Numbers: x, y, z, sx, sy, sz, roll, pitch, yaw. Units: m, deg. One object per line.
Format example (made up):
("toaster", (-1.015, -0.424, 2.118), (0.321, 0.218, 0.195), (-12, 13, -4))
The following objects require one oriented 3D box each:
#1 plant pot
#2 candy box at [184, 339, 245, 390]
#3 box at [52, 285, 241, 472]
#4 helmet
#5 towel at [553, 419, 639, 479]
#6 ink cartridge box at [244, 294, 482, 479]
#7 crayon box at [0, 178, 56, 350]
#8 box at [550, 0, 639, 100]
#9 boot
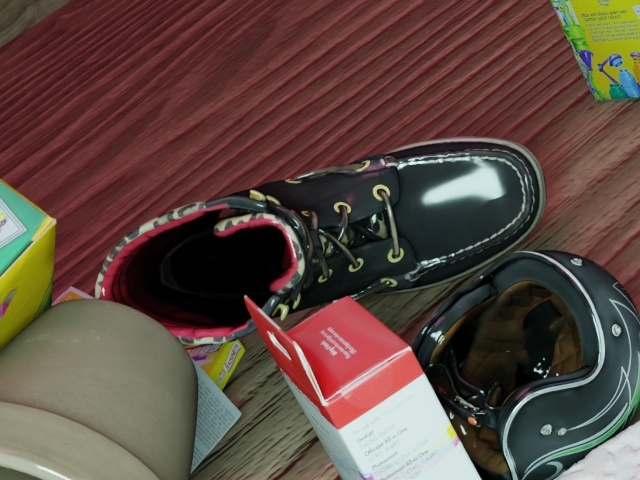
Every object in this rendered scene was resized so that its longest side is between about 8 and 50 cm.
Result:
("plant pot", (-0.198, 0.176, 1.559), (0.263, 0.263, 0.229), (-14, 34, 30))
("candy box", (-0.178, 0.149, 1.929), (0.206, 0.027, 0.105), (-14, 30, 30))
("box", (-0.185, 0.135, 1.809), (0.103, 0.114, 0.203), (-48, 35, -15))
("helmet", (0.164, 0.092, 1.478), (0.161, 0.169, 0.169), (-37, 24, -15))
("towel", (0.265, 0.198, 1.297), (0.317, 0.053, 0.332), (-31, 24, -7))
("ink cartridge box", (0.041, 0.131, 1.454), (0.078, 0.231, 0.134), (-32, 23, -9))
("crayon box", (-0.366, 0.142, 1.594), (0.363, 0.106, 0.313), (-50, -7, -23))
("box", (0.370, -0.302, 1.942), (0.290, 0.279, 0.177), (2, 37, 49))
("boot", (0.000, 0.000, 1.748), (0.377, 0.138, 0.284), (-9, 3, 15))
